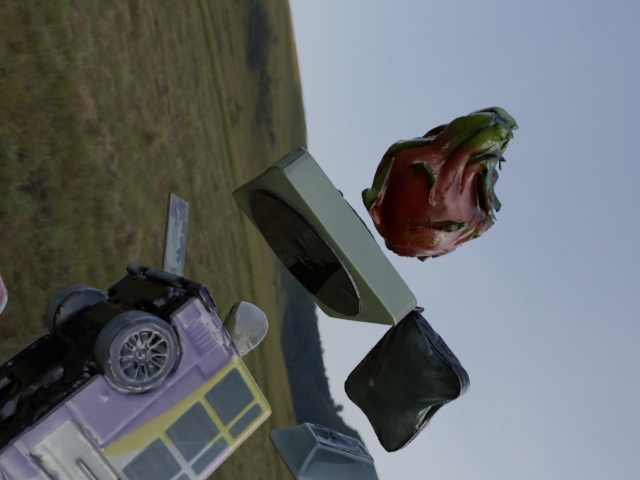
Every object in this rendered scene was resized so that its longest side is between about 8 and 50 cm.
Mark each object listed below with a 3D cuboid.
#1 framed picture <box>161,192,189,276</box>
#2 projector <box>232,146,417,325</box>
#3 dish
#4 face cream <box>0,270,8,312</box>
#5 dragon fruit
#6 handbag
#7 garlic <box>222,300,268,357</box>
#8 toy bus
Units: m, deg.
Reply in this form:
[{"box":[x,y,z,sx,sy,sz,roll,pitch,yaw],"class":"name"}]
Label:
[{"box":[-0.376,-0.012,1.593,0.136,0.010,0.200,54,38,-79],"class":"framed picture"},{"box":[0.000,0.000,0.878,0.259,0.079,0.257,53,-19,-10],"class":"projector"},{"box":[0.027,0.465,1.329,0.080,0.243,0.182,-61,-152,1],"class":"dish"},{"box":[-0.725,0.066,1.168,0.201,0.201,0.187,-114,-159,-49],"class":"face cream"},{"box":[0.185,-0.069,0.871,0.269,0.200,0.198,-28,-137,36],"class":"dragon fruit"},{"box":[0.161,0.282,1.217,0.191,0.075,0.332,54,-42,24],"class":"handbag"},{"box":[-0.176,0.205,1.263,0.128,0.090,0.198,-46,-164,25],"class":"garlic"},{"box":[-0.293,0.243,0.670,0.209,0.440,0.249,9,-48,49],"class":"toy bus"}]
